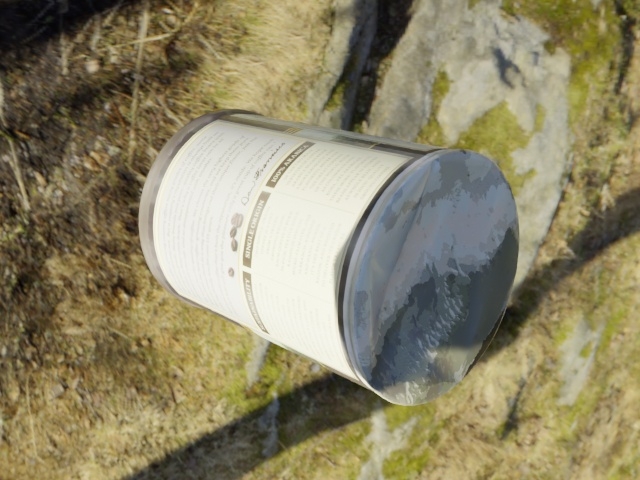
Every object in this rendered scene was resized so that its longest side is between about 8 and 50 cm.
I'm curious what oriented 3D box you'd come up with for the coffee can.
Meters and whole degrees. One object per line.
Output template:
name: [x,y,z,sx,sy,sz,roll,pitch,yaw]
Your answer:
coffee can: [0.000,0.000,0.667,0.202,0.275,0.201,-16,114,-41]
